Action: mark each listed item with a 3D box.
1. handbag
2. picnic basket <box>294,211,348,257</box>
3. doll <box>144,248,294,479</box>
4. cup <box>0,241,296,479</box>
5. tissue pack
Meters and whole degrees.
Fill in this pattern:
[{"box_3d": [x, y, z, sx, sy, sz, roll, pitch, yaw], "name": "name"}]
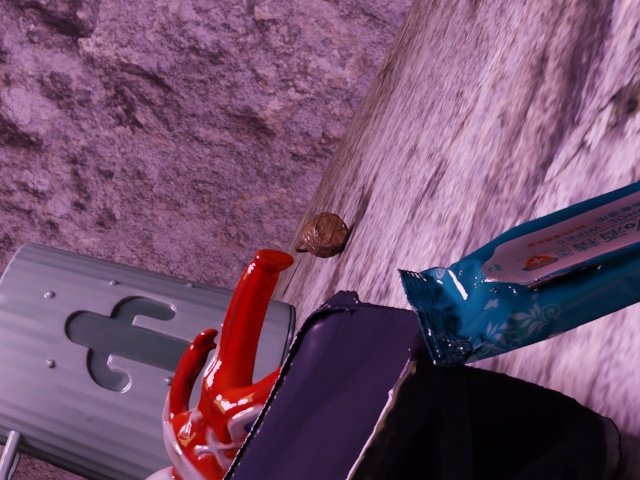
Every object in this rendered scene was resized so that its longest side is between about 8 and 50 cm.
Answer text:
[{"box_3d": [-0.002, 0.164, 0.507, 0.269, 0.118, 0.326, -58, 3, -5], "name": "handbag"}, {"box_3d": [0.000, 0.000, 1.613, 0.083, 0.072, 0.072, -41, 22, 56], "name": "picnic basket"}, {"box_3d": [-0.106, 0.200, 1.167, 0.384, 0.099, 0.188, -54, 54, 24], "name": "doll"}, {"box_3d": [-0.246, 0.209, 1.387, 0.401, 0.392, 0.310, -80, 10, -55], "name": "cup"}, {"box_3d": [0.098, 0.006, 0.372, 0.138, 0.027, 0.085, -23, 17, 3], "name": "tissue pack"}]
